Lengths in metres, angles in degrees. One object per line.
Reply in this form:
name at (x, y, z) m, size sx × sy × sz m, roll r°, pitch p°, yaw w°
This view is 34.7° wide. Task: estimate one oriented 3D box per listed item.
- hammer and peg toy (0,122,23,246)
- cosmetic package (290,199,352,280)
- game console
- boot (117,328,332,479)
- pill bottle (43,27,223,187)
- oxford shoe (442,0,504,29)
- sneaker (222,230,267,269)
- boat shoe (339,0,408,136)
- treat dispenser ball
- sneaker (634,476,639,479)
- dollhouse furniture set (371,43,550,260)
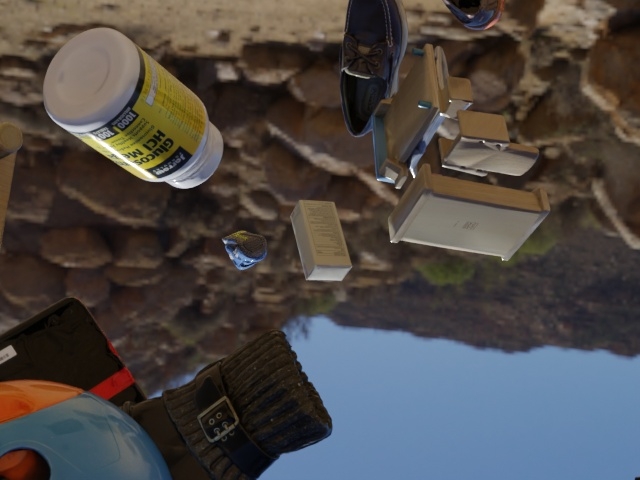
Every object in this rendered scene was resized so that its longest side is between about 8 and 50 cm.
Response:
hammer and peg toy at (-0.514, -0.053, 1.109) m, size 0.361 × 0.266 × 0.127 m, roll 18°, pitch 158°, yaw -40°
cosmetic package at (0.000, 0.000, 1.468) m, size 0.060 × 0.115 × 0.041 m, roll 4°, pitch 143°, yaw -24°
game console at (-0.433, 0.311, 1.541) m, size 0.386 × 0.342 × 0.060 m, roll -33°, pitch 176°, yaw -35°
boot at (-0.096, 0.287, 1.208) m, size 0.260 × 0.348 × 0.131 m, roll -22°, pitch 150°, yaw -2°
pill bottle at (-0.318, -0.219, 1.827) m, size 0.188 × 0.188 × 0.334 m, roll 9°, pitch 165°, yaw 31°
oxford shoe at (0.162, -0.416, 1.416) m, size 0.097 × 0.271 × 0.098 m, roll -37°, pitch 174°, yaw 19°
sneaker at (-0.126, 0.022, 1.802) m, size 0.053 × 0.059 × 0.144 m, roll -19°, pitch -164°, yaw -18°
boat shoe at (0.080, -0.297, 1.702) m, size 0.103 × 0.285 × 0.092 m, roll 17°, pitch -135°, yaw 16°
treat dispenser ball at (-0.273, 0.273, 0.947) m, size 0.288 × 0.288 × 0.288 m, roll 5°, pitch -174°, yaw -1°
sneaker at (0.484, 0.372, 1.403) m, size 0.321 × 0.126 × 0.127 m, roll -22°, pitch -165°, yaw -19°
dollhouse furniture set at (0.226, -0.169, 1.558) m, size 0.198 × 0.303 × 0.286 m, roll 8°, pitch 144°, yaw -17°
